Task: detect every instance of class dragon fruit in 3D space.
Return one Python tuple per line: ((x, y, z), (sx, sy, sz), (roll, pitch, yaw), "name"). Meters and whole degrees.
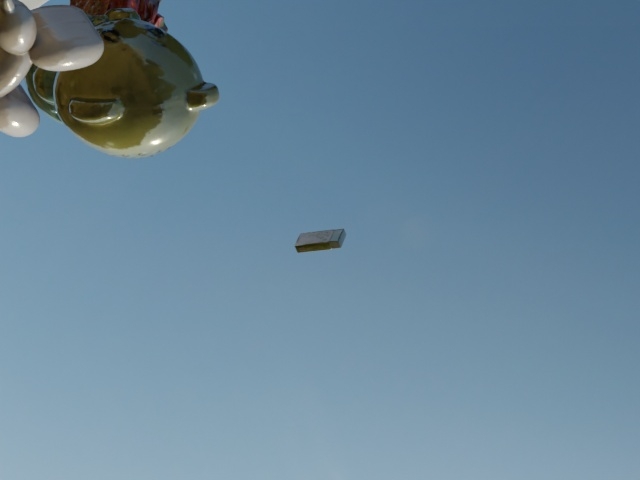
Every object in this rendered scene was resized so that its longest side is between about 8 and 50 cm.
((-0.369, -0.442, 1.600), (0.152, 0.205, 0.317), (-1, -100, 39), "dragon fruit")

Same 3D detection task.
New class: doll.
((-0.253, -0.193, 0.990), (0.260, 0.177, 0.162), (28, -57, 48), "doll")
((-0.268, -0.129, 0.633), (0.161, 0.160, 0.059), (-39, -104, 21), "doll")

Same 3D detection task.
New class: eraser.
((0.000, 0.000, 1.373), (0.083, 0.038, 0.019), (-5, -56, 27), "eraser")

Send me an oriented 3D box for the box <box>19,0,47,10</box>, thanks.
((-0.476, -0.509, 1.218), (0.299, 0.200, 0.106), (49, -13, 6), "box")
